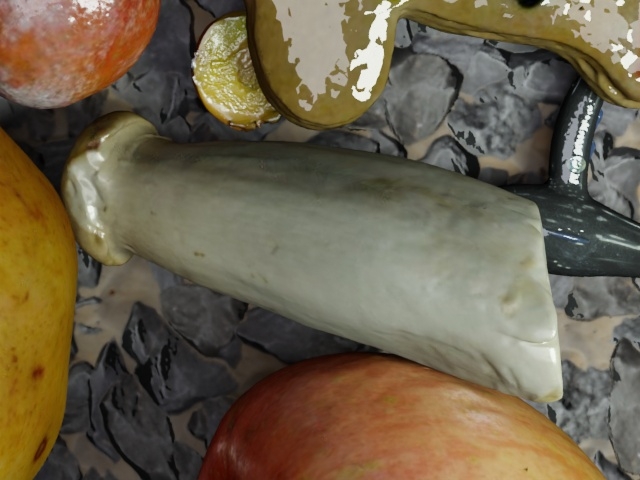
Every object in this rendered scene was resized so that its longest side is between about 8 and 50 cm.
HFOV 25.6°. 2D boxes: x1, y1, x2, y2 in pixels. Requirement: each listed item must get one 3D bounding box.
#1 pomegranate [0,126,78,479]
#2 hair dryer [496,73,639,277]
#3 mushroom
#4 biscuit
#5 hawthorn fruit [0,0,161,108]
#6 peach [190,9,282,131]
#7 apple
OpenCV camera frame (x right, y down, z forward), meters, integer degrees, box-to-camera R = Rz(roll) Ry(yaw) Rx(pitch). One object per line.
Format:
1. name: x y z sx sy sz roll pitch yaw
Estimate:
1. pomegranate: -0.377 0.062 0.998 0.417 0.416 0.416 0 103 0
2. hair dryer: 0.230 -0.075 1.123 0.195 0.075 0.219 12 96 -11
3. mushroom: 0.006 -0.006 1.048 0.407 0.137 0.154 18 61 17
4. biscuit: 0.117 -0.254 1.036 0.394 0.076 0.368 6 95 -6
5. hawthorn fruit: -0.196 -0.187 1.039 0.173 0.173 0.173 0 103 0
6. peach: -0.056 -0.137 1.102 0.098 0.061 0.098 -3 108 -10
7. apple: 0.072 0.268 1.051 0.364 0.364 0.364 0 103 0
